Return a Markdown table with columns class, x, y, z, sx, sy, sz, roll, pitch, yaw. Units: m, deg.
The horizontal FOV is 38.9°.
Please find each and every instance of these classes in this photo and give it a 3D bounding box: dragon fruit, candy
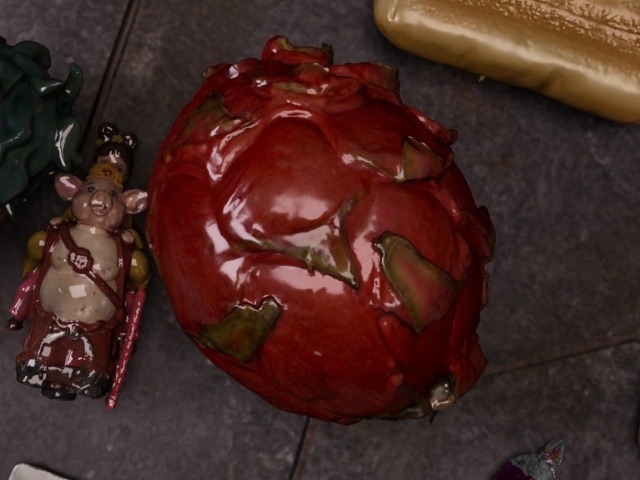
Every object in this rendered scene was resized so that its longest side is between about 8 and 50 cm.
| class | x | y | z | sx | sy | sz | roll | pitch | yaw |
| --- | --- | --- | --- | --- | --- | --- | --- | --- | --- |
| dragon fruit | 0.000 | 0.000 | 0.753 | 0.277 | 0.277 | 0.343 | -16 | 81 | -6 |
| candy | 0.172 | 0.255 | 0.856 | 0.175 | 0.045 | 0.043 | -50 | 124 | -8 |

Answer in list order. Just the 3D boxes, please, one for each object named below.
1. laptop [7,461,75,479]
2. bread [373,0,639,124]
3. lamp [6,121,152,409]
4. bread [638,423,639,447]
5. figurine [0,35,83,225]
| class | x | y | z | sx | sy | sz | roll | pitch | yaw |
| --- | --- | --- | --- | --- | --- | --- | --- | --- | --- |
| laptop | -0.240 | 0.359 | 0.827 | 0.187 | 0.015 | 0.269 | 21 | 84 | -3 |
| bread | 0.203 | -0.209 | 0.871 | 0.305 | 0.091 | 0.142 | 20 | 90 | -3 |
| lamp | -0.204 | 0.015 | 0.812 | 0.118 | 0.118 | 0.253 | 14 | 86 | -3 |
| bread | 0.398 | 0.140 | 0.857 | 0.147 | 0.098 | 0.217 | 19 | 85 | -6 |
| figurine | -0.344 | -0.022 | 0.748 | 0.382 | 0.186 | 0.261 | -48 | 52 | 12 |
